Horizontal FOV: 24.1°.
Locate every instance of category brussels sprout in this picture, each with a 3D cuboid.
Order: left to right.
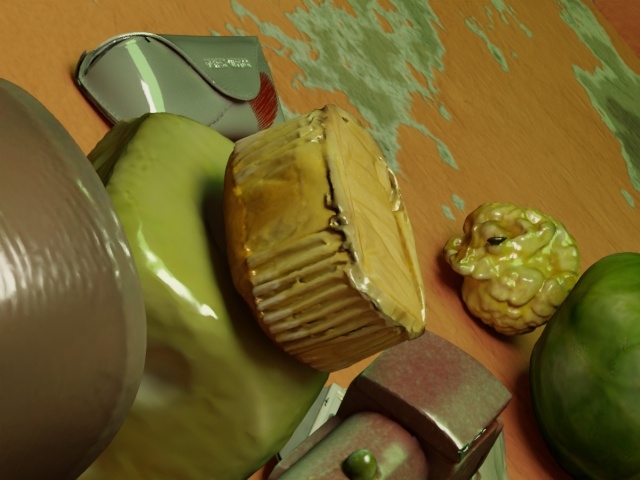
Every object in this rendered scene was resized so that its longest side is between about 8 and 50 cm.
[{"bbox_3d":[0.383,0.170,1.733,0.289,0.281,0.354,29,6,-1],"label":"brussels sprout"}]

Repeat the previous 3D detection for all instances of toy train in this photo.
[{"bbox_3d":[0.007,0.214,1.114,0.150,0.221,0.304,36,45,17],"label":"toy train"}]

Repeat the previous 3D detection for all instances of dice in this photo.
[{"bbox_3d":[-0.134,0.062,1.165,0.227,0.233,0.238,40,29,-17],"label":"dice"}]

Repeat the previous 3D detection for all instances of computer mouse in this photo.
[{"bbox_3d":[0.010,0.201,1.389,0.102,0.045,0.199,43,21,-5],"label":"computer mouse"}]

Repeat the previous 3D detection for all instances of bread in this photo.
[{"bbox_3d":[0.000,0.000,1.071,0.132,0.114,0.190,37,37,-44],"label":"bread"}]

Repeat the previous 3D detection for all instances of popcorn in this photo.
[{"bbox_3d":[0.236,0.033,1.842,0.180,0.180,0.170,-99,177,-46],"label":"popcorn"}]

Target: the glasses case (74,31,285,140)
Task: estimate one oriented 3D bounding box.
[{"bbox_3d":[-0.125,-0.164,1.628,0.128,0.083,0.308,55,28,14],"label":"glasses case"}]

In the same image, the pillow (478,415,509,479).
[{"bbox_3d":[0.161,0.231,1.581,0.131,0.038,0.232,35,31,-30],"label":"pillow"}]

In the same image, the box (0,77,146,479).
[{"bbox_3d":[-0.282,0.051,0.911,0.216,0.301,0.301,-10,62,-54],"label":"box"}]
